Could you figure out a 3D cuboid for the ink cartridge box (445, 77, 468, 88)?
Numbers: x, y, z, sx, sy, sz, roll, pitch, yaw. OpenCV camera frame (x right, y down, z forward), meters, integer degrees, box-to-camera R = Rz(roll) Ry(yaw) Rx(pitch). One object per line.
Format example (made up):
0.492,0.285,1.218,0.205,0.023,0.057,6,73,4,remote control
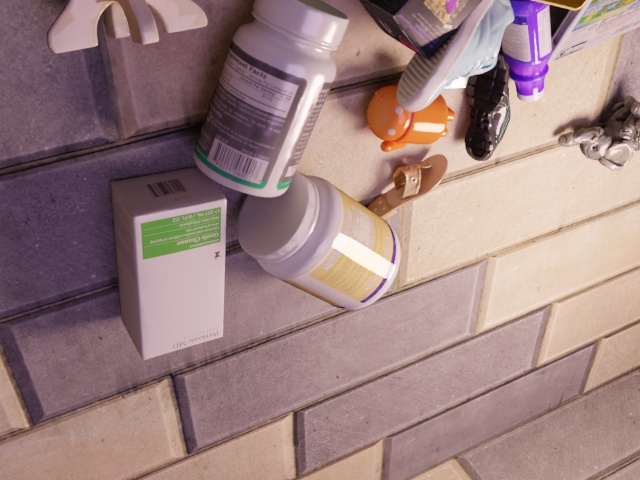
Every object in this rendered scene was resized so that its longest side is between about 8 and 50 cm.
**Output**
0.296,-0.410,1.602,0.088,0.052,0.122,-10,126,-27,ink cartridge box

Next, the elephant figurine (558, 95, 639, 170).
0.806,-0.281,1.990,0.239,0.186,0.169,-36,179,10,elephant figurine

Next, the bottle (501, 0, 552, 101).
0.478,-0.454,1.641,0.092,0.118,0.283,-32,134,-10,bottle

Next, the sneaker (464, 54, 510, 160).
0.415,-0.330,1.731,0.106,0.101,0.267,-32,138,-40,sneaker

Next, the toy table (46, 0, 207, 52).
-0.316,-0.393,1.101,0.274,0.252,0.161,-13,113,-13,toy table

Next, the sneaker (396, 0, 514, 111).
0.303,-0.386,1.473,0.150,0.135,0.366,42,75,-23,sneaker

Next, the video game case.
0.708,-0.565,1.671,0.329,0.036,0.300,-25,163,-15,video game case

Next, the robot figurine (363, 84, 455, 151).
0.196,-0.278,1.583,0.219,0.128,0.158,0,166,-33,robot figurine

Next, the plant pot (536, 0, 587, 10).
0.480,-0.627,1.437,0.212,0.187,0.212,-2,145,-33,plant pot

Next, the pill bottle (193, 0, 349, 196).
-0.093,-0.281,1.336,0.204,0.204,0.361,7,119,-37,pill bottle

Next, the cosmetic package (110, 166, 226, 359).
-0.314,0.049,1.479,0.197,0.155,0.365,-15,129,-27,cosmetic package

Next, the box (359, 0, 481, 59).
0.227,-0.522,1.389,0.270,0.165,0.143,-46,135,7,box

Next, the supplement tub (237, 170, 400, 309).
0.000,0.000,1.588,0.241,0.241,0.331,-50,135,9,supplement tub

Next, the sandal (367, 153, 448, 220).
0.205,-0.141,1.723,0.240,0.088,0.079,-39,141,5,sandal
